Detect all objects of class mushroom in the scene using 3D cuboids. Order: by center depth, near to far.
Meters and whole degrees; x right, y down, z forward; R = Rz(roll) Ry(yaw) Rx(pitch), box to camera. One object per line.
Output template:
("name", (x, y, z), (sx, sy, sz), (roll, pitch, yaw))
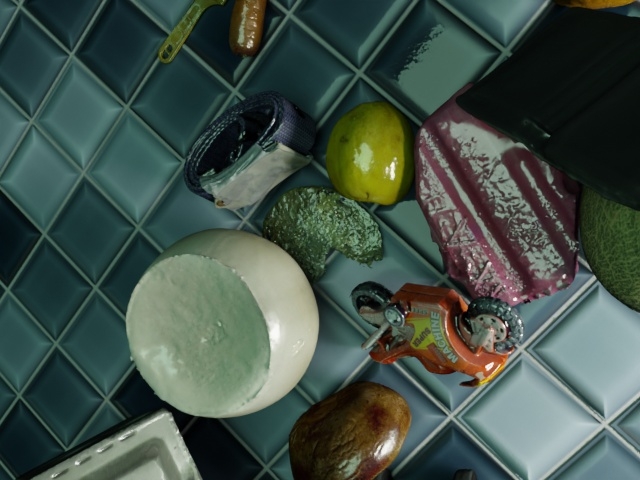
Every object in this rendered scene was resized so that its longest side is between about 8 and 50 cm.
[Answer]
("mushroom", (0.036, 0.320, 0.992), (0.231, 0.194, 0.138), (-42, 81, 7))

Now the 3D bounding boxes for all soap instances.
("soap", (0.260, -0.067, 0.903), (0.220, 0.127, 0.324), (-29, 89, 23))

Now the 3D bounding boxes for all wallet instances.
("wallet", (0.346, -0.181, 0.744), (0.247, 0.041, 0.323), (-40, 42, -4))

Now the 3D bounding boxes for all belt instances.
("belt", (-0.115, -0.145, 1.040), (0.231, 0.126, 0.139), (-34, 60, 20))

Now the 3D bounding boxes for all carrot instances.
("carrot", (-0.112, -0.438, 1.048), (0.059, 0.059, 0.247), (16, 98, 18))

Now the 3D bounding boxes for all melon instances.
("melon", (0.465, -0.057, 0.772), (0.249, 0.248, 0.328), (9, 81, 19))

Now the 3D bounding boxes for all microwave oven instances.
("microwave oven", (-0.309, 0.542, 1.036), (0.374, 0.236, 0.431), (-32, 84, 56))

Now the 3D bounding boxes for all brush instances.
("brush", (-0.233, -0.416, 1.113), (0.082, 0.010, 0.218), (45, 107, 10))

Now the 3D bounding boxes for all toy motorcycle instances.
("toy motorcycle", (0.172, 0.141, 0.924), (0.298, 0.089, 0.171), (3, 129, 44))

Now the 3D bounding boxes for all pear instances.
("pear", (0.080, -0.135, 0.957), (0.149, 0.149, 0.162), (-2, 88, 20))

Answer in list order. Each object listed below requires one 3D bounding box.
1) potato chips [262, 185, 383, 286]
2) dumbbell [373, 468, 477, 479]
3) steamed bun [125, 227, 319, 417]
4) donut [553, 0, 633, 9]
("potato chips", (-0.002, 0.000, 1.062), (0.220, 0.029, 0.201), (-13, 88, 22))
("dumbbell", (0.165, 0.443, 0.983), (0.326, 0.143, 0.143), (-6, 93, 20))
("steamed bun", (-0.156, 0.135, 1.033), (0.325, 0.206, 0.323), (3, 98, 22))
("donut", (0.391, -0.435, 0.837), (0.227, 0.114, 0.226), (3, 97, 21))
